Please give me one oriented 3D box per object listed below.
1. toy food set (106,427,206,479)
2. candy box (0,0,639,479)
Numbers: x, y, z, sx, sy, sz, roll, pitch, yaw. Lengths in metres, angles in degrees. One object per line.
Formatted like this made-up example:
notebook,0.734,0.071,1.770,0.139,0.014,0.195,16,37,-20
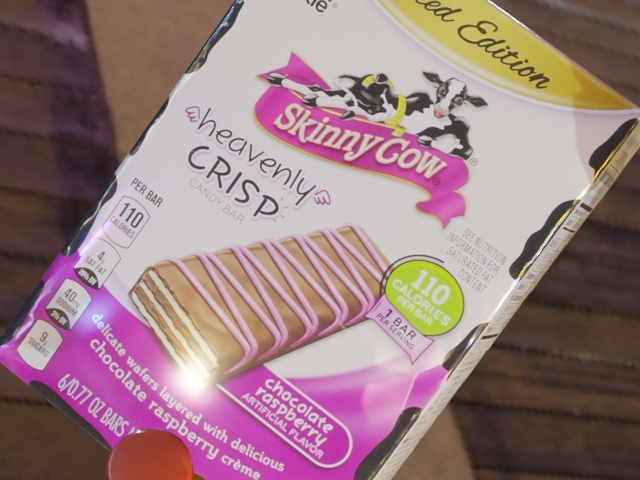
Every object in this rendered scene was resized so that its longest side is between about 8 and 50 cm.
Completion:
toy food set,-0.111,0.157,0.420,0.232,0.104,0.111,-28,56,-16
candy box,0.000,0.000,0.612,0.159,0.233,0.071,37,7,12
